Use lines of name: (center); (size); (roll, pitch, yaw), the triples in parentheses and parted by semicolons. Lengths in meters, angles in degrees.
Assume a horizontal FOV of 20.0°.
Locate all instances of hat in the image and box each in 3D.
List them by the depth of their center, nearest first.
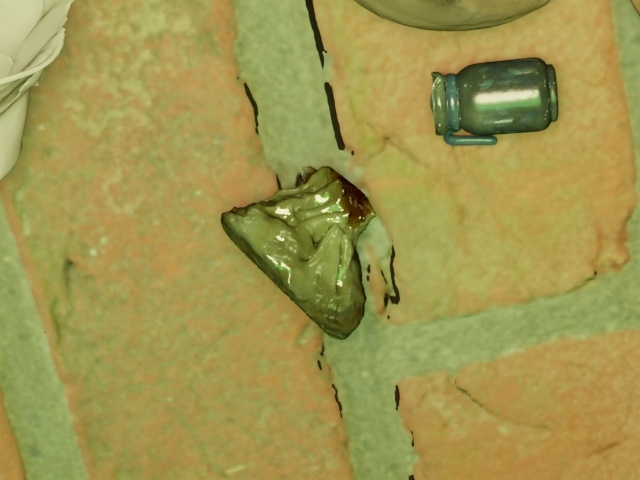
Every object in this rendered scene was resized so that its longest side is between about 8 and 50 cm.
hat: (-0.254, -0.098, 1.151); (0.203, 0.203, 0.126); (7, 132, -2)

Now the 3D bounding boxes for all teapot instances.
teapot: (0.115, -0.093, 1.205); (0.083, 0.063, 0.049); (-4, 81, 6)

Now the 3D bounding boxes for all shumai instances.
shumai: (-0.001, -0.001, 1.224); (0.087, 0.099, 0.124); (-45, 130, -4)

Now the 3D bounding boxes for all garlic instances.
garlic: (0.059, -0.186, 1.143); (0.196, 0.087, 0.101); (33, 97, -9)

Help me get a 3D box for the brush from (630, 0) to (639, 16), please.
brush: (0.259, -0.179, 1.097); (0.267, 0.166, 0.174); (41, 108, -12)
